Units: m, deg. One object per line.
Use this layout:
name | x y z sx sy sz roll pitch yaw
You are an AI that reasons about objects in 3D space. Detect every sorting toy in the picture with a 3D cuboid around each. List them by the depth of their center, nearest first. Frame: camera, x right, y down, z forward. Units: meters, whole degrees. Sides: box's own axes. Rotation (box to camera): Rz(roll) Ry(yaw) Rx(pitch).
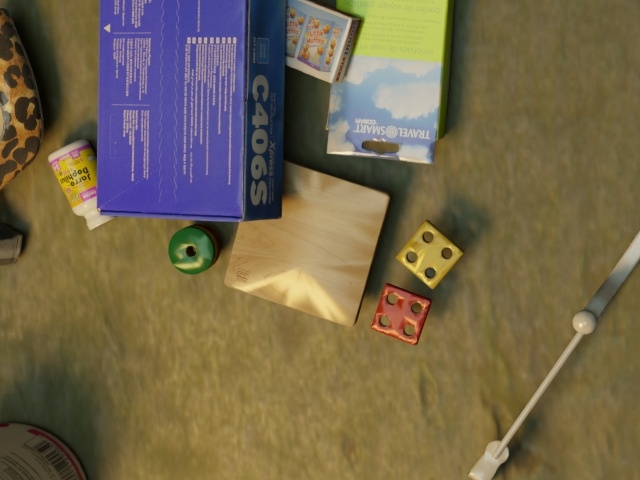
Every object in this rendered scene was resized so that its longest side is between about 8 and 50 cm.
sorting toy | 0.000 0.000 1.826 0.274 0.046 0.132 18 102 12

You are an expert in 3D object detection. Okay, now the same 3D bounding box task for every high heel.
high heel | -0.360 -0.088 1.834 0.093 0.186 0.261 16 106 42

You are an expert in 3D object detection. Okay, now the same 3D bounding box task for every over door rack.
over door rack | 0.309 0.163 1.737 0.239 0.108 0.324 35 105 8

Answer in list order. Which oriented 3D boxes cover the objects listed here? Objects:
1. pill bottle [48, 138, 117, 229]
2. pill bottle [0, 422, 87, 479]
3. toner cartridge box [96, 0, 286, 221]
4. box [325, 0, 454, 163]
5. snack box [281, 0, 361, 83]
pill bottle | -0.229 -0.054 1.881 0.043 0.043 0.083 -26 91 17
pill bottle | -0.341 0.281 1.836 0.160 0.283 0.160 2 99 15
toner cartridge box | -0.118 -0.194 1.781 0.165 0.075 0.348 4 94 28
box | 0.065 -0.165 1.786 0.109 0.042 0.178 6 100 15
snack box | -0.049 -0.205 1.798 0.178 0.022 0.064 24 105 26
